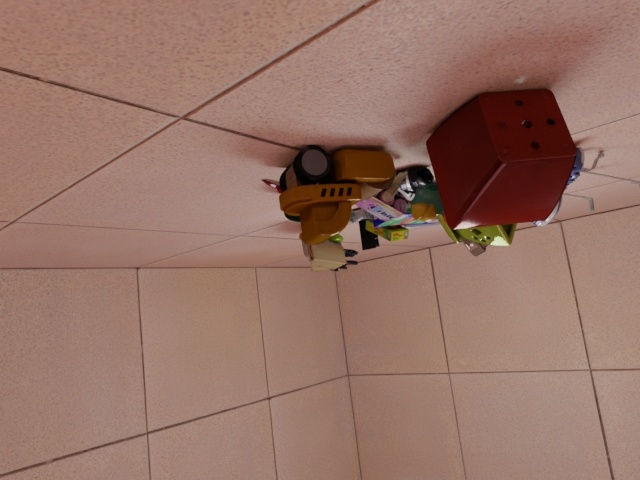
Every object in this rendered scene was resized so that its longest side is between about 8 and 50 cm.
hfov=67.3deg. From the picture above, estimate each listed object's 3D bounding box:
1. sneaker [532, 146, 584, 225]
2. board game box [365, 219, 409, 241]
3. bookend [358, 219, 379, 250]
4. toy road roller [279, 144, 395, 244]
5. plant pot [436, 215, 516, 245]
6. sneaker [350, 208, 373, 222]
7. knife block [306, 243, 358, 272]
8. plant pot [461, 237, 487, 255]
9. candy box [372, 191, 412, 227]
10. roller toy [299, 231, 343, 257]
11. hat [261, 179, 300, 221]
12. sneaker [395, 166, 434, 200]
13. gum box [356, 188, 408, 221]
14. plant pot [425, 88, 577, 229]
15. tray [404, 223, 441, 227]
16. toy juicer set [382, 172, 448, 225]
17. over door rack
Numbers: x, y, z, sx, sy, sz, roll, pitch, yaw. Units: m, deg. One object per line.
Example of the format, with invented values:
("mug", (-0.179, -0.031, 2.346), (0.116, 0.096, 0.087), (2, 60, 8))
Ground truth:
("sneaker", (0.745, -0.199, 1.649), (0.182, 0.127, 0.316), (8, 141, 5))
("board game box", (0.280, -0.047, 2.034), (0.092, 0.043, 0.181), (-9, -158, -28))
("bookend", (0.261, -0.030, 2.364), (0.072, 0.157, 0.156), (-12, 169, 31))
("toy road roller", (0.046, -0.118, 1.354), (0.329, 0.241, 0.202), (-4, 171, -21))
("plant pot", (0.481, -0.129, 1.505), (0.207, 0.228, 0.227), (-5, 136, 44))
("sneaker", (0.203, -0.123, 2.092), (0.166, 0.065, 0.076), (-10, -172, 40))
("knife block", (0.067, 0.074, 2.267), (0.242, 0.088, 0.276), (-12, 160, -1))
("plant pot", (0.750, -0.089, 2.200), (0.229, 0.263, 0.263), (-29, 163, 23))
("candy box", (0.398, -0.135, 1.907), (0.317, 0.122, 0.268), (-5, 173, -17))
("roller toy", (0.000, 0.000, 2.379), (0.209, 0.146, 0.191), (-9, 161, -5))
("hat", (-0.062, -0.178, 1.603), (0.172, 0.184, 0.208), (-3, -146, 17))
("sneaker", (0.337, -0.192, 1.637), (0.121, 0.079, 0.217), (-11, 169, 30))
("gum box", (0.206, -0.138, 1.694), (0.188, 0.062, 0.107), (26, 157, -23))
("plant pot", (0.434, -0.204, 1.135), (0.267, 0.267, 0.236), (-6, 158, -7))
("tray", (0.473, -0.121, 2.109), (0.270, 0.145, 0.030), (-4, 136, -13))
("toy juicer set", (0.298, -0.097, 1.337), (0.329, 0.090, 0.209), (22, -142, 39))
("over door rack", (0.970, -0.223, 1.769), (0.324, 0.108, 0.239), (17, 164, -15))
